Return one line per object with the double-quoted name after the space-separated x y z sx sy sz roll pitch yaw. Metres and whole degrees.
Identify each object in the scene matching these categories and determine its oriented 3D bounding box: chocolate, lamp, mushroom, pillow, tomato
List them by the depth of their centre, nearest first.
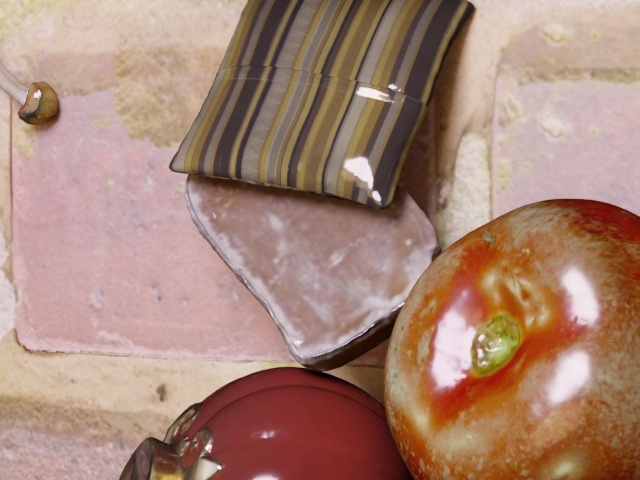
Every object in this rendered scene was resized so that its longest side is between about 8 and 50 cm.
0.189 0.108 1.417 0.270 0.222 0.270 -24 52 34 "tomato"
-0.041 0.251 1.517 0.257 0.303 0.303 21 105 -15 "lamp"
-0.001 0.002 1.573 0.157 0.080 0.254 -35 54 -6 "chocolate"
0.000 -0.131 1.575 0.212 0.052 0.208 12 65 26 "pillow"
-0.340 -0.235 1.812 0.068 0.043 0.306 -33 74 8 "mushroom"
